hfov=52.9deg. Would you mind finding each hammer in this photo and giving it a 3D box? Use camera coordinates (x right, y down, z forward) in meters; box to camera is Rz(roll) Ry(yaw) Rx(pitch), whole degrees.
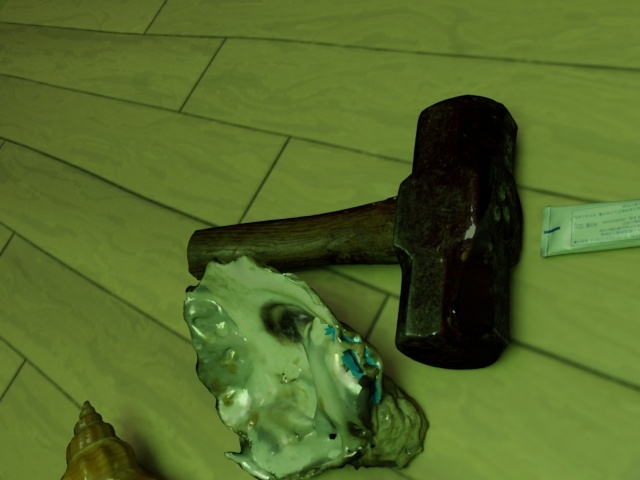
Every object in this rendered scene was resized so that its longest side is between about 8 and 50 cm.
[{"bbox_3d":[0.000,0.000,0.663,0.408,0.095,0.243,-6,61,35],"label":"hammer"}]

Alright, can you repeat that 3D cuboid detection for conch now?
[{"bbox_3d":[-0.174,0.301,0.614,0.109,0.093,0.330,-29,69,-4],"label":"conch"}]

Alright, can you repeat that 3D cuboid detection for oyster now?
[{"bbox_3d":[-0.030,0.111,0.589,0.214,0.083,0.223,-17,90,35],"label":"oyster"}]

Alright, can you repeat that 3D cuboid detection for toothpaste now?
[{"bbox_3d":[0.283,-0.018,0.509,0.218,0.033,0.052,-6,59,36],"label":"toothpaste"}]
